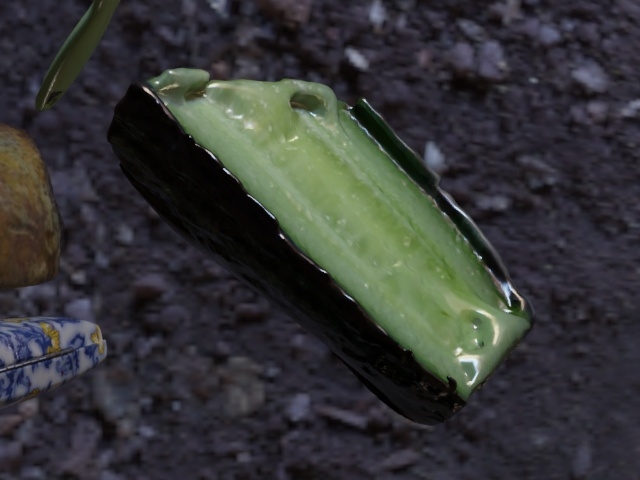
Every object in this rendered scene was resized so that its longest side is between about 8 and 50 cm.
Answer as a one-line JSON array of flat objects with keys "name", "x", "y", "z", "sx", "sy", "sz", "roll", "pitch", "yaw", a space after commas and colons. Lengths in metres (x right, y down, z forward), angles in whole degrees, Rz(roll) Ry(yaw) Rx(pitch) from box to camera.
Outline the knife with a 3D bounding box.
[{"name": "knife", "x": -0.108, "y": -0.134, "z": 0.946, "sx": 0.014, "sy": 0.030, "sz": 0.207, "roll": 50, "pitch": 130, "yaw": 14}]

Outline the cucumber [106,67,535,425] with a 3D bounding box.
[{"name": "cucumber", "x": 0.000, "y": 0.000, "z": 0.802, "sx": 0.193, "sy": 0.115, "sz": 0.085, "roll": 40, "pitch": 124, "yaw": 6}]

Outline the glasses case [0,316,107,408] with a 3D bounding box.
[{"name": "glasses case", "x": -0.249, "y": 0.093, "z": 1.341, "sx": 0.087, "sy": 0.248, "sz": 0.065, "roll": -4, "pitch": 94, "yaw": 26}]

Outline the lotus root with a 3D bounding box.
[{"name": "lotus root", "x": -0.385, "y": -0.024, "z": 1.547, "sx": 0.142, "sy": 0.314, "sz": 0.210, "roll": 130, "pitch": 121, "yaw": -79}]
